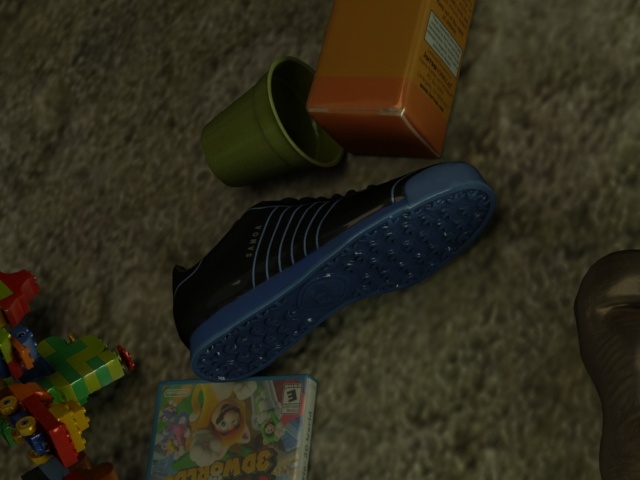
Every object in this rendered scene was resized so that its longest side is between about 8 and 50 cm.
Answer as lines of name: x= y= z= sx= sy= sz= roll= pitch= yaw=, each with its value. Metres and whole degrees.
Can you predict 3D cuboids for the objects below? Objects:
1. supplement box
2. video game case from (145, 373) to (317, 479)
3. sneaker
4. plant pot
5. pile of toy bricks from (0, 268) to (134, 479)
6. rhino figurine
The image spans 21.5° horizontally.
supplement box: x=0.062 y=-0.177 z=1.160 sx=0.078 sy=0.080 sz=0.233 roll=5 pitch=72 yaw=30
video game case: x=-0.065 y=0.171 z=1.110 sx=0.119 sy=0.015 sz=0.166 roll=-5 pitch=66 yaw=27
sneaker: x=0.000 y=0.000 z=1.111 sx=0.232 sy=0.081 sz=0.090 roll=-30 pitch=52 yaw=11
plant pot: x=-0.038 y=-0.074 z=1.175 sx=0.079 sy=0.083 sz=0.083 roll=-25 pitch=58 yaw=32
pile of toy bricks: x=-0.182 y=0.098 z=1.168 sx=0.105 sy=0.118 sz=0.212 roll=-30 pitch=35 yaw=-19
rhino figurine: x=0.207 y=0.105 z=0.955 sx=0.106 sy=0.073 sz=0.243 roll=-15 pitch=63 yaw=18
